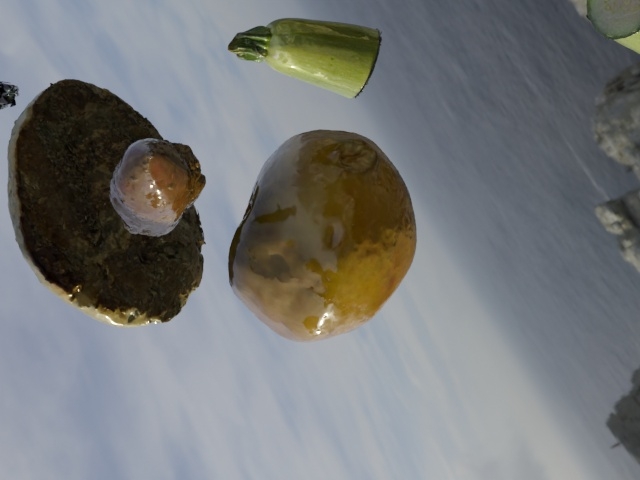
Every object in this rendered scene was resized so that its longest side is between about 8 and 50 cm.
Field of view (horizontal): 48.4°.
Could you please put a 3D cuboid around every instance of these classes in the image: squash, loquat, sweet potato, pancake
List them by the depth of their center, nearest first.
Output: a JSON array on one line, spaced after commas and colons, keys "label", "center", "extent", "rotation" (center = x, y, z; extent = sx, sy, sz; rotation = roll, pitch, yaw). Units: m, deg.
[{"label": "sweet potato", "center": [-0.119, -0.033, 0.514], "extent": [0.206, 0.068, 0.060], "rotation": [160, 94, -69]}, {"label": "loquat", "center": [0.000, 0.000, 0.690], "extent": [0.176, 0.234, 0.187], "rotation": [30, -142, 8]}, {"label": "squash", "center": [0.366, -0.227, 0.737], "extent": [0.188, 0.095, 0.095], "rotation": [10, -141, -36]}, {"label": "pancake", "center": [-0.281, -0.046, 0.982], "extent": [0.356, 0.065, 0.356], "rotation": [35, -138, -40]}, {"label": "squash", "center": [-0.011, -0.314, 1.177], "extent": [0.288, 0.137, 0.137], "rotation": [1, -129, -44]}]

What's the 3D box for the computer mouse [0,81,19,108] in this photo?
[{"label": "computer mouse", "center": [-0.557, -0.209, 1.059], "extent": [0.146, 0.242, 0.077], "rotation": [-50, -53, -62]}]
